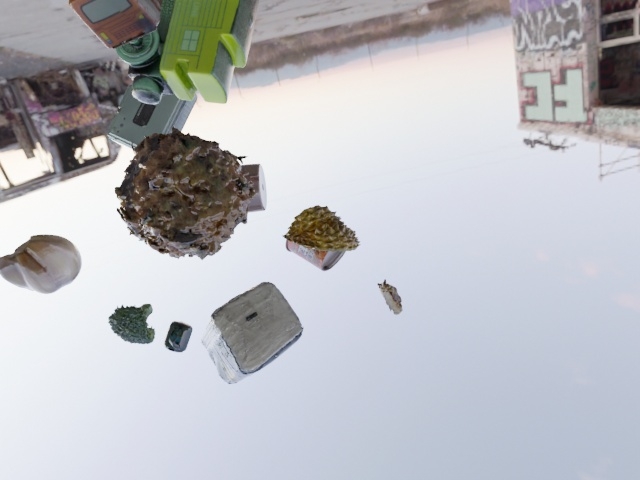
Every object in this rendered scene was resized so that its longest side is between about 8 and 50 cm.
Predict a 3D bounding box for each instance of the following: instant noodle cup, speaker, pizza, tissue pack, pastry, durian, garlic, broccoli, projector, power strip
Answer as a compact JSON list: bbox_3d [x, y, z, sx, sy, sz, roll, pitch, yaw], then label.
[{"bbox_3d":[0.000,0.000,2.191,0.192,0.250,0.250,37,-134,22],"label":"instant noodle cup"},{"bbox_3d":[-0.360,0.248,1.277,0.060,0.075,0.094,19,174,-22],"label":"speaker"},{"bbox_3d":[0.295,0.222,2.133,0.069,0.194,0.154,-27,-119,4],"label":"pizza"},{"bbox_3d":[-0.266,0.345,1.819,0.264,0.253,0.416,-31,173,-27],"label":"tissue pack"},{"bbox_3d":[-0.255,-0.096,0.944,0.275,0.275,0.193,-27,162,-28],"label":"pastry"},{"bbox_3d":[0.034,-0.014,1.890,0.305,0.185,0.196,8,-150,-23],"label":"durian"},{"bbox_3d":[-0.875,0.089,1.607,0.217,0.228,0.110,-39,-130,-5],"label":"garlic"},{"bbox_3d":[-0.771,0.336,2.126,0.194,0.220,0.194,-30,-164,10],"label":"broccoli"},{"bbox_3d":[-0.537,-0.400,1.593,0.192,0.257,0.099,25,178,7],"label":"projector"},{"bbox_3d":[-0.215,-0.162,1.563,0.078,0.154,0.154,-6,-158,2],"label":"power strip"}]

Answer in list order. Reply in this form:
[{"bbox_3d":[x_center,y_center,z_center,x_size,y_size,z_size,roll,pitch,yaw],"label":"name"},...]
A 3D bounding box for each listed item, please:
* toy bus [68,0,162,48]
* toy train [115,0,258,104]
[{"bbox_3d":[-0.269,-0.442,0.721,0.093,0.092,0.409,-18,-123,18],"label":"toy bus"},{"bbox_3d":[-0.286,-0.507,1.137,0.272,0.442,0.179,7,167,6],"label":"toy train"}]
